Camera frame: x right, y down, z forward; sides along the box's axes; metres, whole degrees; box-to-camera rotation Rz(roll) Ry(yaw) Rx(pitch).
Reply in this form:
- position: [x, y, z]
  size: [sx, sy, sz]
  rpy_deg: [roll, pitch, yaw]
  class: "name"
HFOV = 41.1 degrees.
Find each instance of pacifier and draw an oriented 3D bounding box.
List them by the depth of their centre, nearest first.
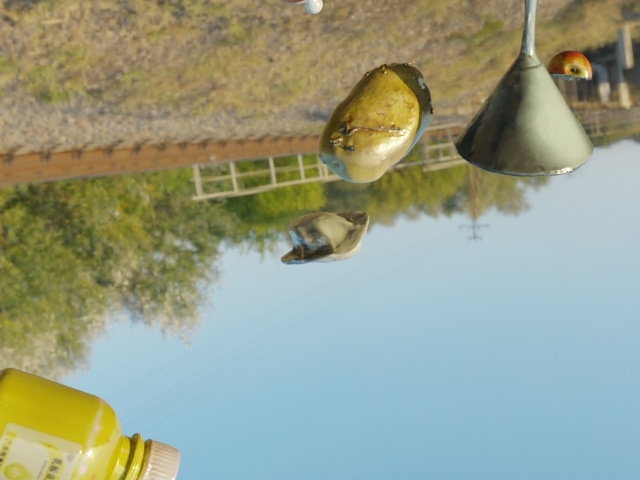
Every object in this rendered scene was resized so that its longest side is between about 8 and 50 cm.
- position: [-0.014, -0.384, 1.314]
  size: [0.081, 0.078, 0.099]
  rpy_deg: [-2, -130, 21]
  class: "pacifier"

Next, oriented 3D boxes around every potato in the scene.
- position: [0.121, -0.238, 1.682]
  size: [0.173, 0.140, 0.300]
  rpy_deg: [28, -121, 19]
  class: "potato"

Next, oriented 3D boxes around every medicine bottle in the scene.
- position: [-0.262, 0.226, 0.918]
  size: [0.212, 0.122, 0.122]
  rpy_deg: [23, 175, -17]
  class: "medicine bottle"

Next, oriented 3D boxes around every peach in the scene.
- position: [0.522, -0.365, 1.781]
  size: [0.098, 0.062, 0.098]
  rpy_deg: [7, -169, -1]
  class: "peach"

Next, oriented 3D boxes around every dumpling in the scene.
- position: [0.001, 0.000, 1.485]
  size: [0.176, 0.093, 0.150]
  rpy_deg: [1, -163, 18]
  class: "dumpling"

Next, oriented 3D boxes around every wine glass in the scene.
- position: [0.371, -0.349, 1.533]
  size: [0.267, 0.406, 0.267]
  rpy_deg: [-4, -152, 2]
  class: "wine glass"
